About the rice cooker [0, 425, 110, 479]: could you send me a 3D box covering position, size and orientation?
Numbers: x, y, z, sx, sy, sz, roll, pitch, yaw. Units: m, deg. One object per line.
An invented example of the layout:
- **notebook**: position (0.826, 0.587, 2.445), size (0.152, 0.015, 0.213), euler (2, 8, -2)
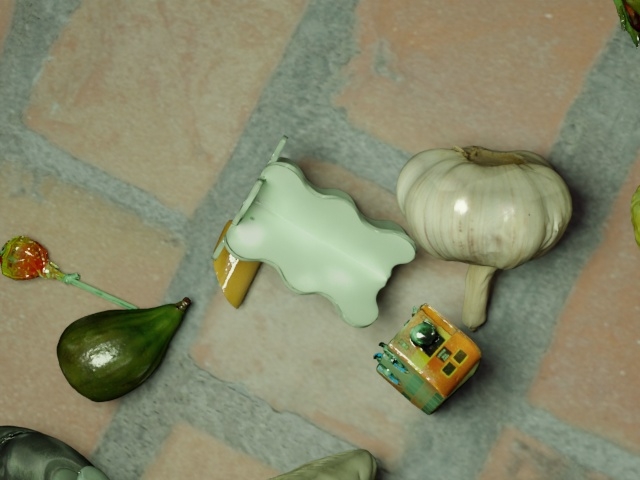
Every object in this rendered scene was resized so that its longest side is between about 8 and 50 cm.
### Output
- **rice cooker**: position (-0.361, 0.370, 1.218), size (0.316, 0.264, 0.316), euler (-8, 71, 23)

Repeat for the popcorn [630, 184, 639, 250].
- **popcorn**: position (0.466, -0.023, 1.087), size (0.276, 0.225, 0.276), euler (0, 86, 1)

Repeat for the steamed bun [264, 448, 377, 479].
- **steamed bun**: position (-0.038, 0.339, 1.181), size (0.211, 0.218, 0.144), euler (-28, 79, 36)

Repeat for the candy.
- **candy**: position (-0.325, 0.051, 1.353), size (0.201, 0.060, 0.060), euler (23, 90, 7)

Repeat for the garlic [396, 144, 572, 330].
- **garlic**: position (0.176, 0.006, 1.188), size (0.199, 0.199, 0.226), euler (11, 113, 14)

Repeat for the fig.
- **fig**: position (-0.236, 0.130, 1.301), size (0.177, 0.117, 0.117), euler (-23, 79, -12)

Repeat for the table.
- **table**: position (0.000, 0.000, 1.213), size (0.198, 0.166, 0.166), euler (31, 92, -5)

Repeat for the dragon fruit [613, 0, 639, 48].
- **dragon fruit**: position (0.399, -0.268, 1.138), size (0.269, 0.198, 0.200), euler (4, 63, -5)

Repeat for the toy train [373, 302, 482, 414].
- **toy train**: position (0.117, 0.135, 1.170), size (0.072, 0.188, 0.099), euler (-43, 80, -13)

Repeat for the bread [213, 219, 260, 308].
- **bread**: position (-0.108, 0.026, 1.300), size (0.062, 0.049, 0.103), euler (25, 89, 14)
